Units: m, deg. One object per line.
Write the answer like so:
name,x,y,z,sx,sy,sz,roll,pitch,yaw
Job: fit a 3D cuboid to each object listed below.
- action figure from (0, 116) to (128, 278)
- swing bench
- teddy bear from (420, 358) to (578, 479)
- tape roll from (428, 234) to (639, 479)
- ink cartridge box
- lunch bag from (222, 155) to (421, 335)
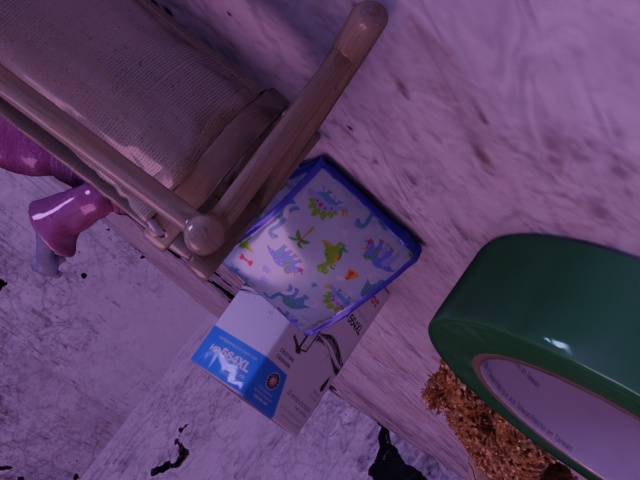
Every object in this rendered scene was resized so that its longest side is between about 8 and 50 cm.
action figure,-0.246,-0.114,0.842,0.370,0.248,0.276,30,140,26
swing bench,-0.126,-0.112,0.470,0.253,0.165,0.254,37,168,-3
teddy bear,0.224,0.255,0.951,0.245,0.113,0.338,36,167,15
tape roll,0.231,0.124,0.542,0.321,0.077,0.321,35,167,9
ink cartridge box,-0.026,0.094,0.845,0.085,0.203,0.148,25,163,35
lunch bag,0.000,0.000,0.693,0.128,0.096,0.151,41,138,-16
